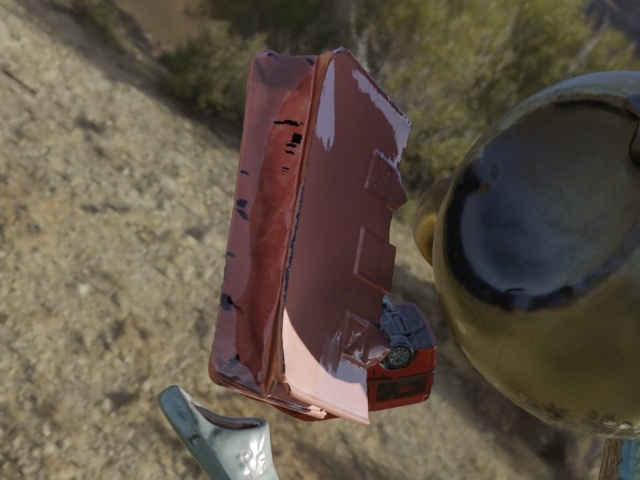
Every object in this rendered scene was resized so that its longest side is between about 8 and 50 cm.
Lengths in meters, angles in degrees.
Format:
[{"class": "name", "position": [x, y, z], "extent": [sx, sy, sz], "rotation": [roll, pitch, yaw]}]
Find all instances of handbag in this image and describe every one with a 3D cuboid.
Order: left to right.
[{"class": "handbag", "position": [0.000, 0.000, 0.744], "extent": [0.059, 0.212, 0.157], "rotation": [2, -14, 26]}]

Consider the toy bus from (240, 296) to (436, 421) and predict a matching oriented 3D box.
[{"class": "toy bus", "position": [0.007, 0.116, 1.111], "extent": [0.195, 0.089, 0.081], "rotation": [-8, 34, -12]}]

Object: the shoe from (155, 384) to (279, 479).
[{"class": "shoe", "position": [-0.082, 0.211, 1.191], "extent": [0.195, 0.078, 0.079], "rotation": [49, -2, -10]}]

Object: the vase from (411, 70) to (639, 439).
[{"class": "vase", "position": [0.206, 0.027, 0.858], "extent": [0.329, 0.240, 0.302], "rotation": [12, -15, 48]}]

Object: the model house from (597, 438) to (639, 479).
[{"class": "model house", "position": [0.458, 0.265, 1.522], "extent": [0.230, 0.249, 0.280], "rotation": [27, 64, -15]}]
